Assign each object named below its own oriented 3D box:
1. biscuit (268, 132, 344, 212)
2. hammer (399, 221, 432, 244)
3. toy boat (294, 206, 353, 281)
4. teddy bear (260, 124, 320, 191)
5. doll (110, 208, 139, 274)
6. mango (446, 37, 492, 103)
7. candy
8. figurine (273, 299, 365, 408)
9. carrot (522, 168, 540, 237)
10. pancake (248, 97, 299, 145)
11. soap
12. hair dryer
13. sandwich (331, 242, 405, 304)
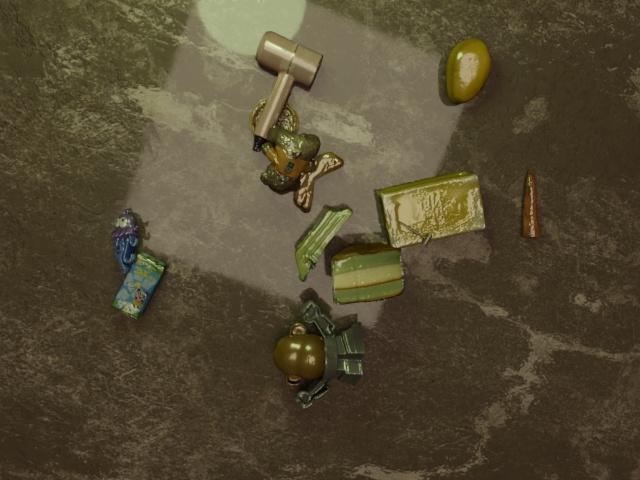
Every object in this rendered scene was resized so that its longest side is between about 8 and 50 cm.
[{"bbox_3d":[-0.048,-0.210,1.701,0.164,0.047,0.208,35,96,-8],"label":"biscuit"},{"bbox_3d":[0.292,-0.028,1.676,0.110,0.019,0.035,31,97,-2],"label":"hammer"},{"bbox_3d":[-0.006,-0.003,1.704,0.084,0.111,0.276,35,99,-2],"label":"toy boat"},{"bbox_3d":[-0.095,-0.232,1.610,0.177,0.140,0.190,14,119,-20],"label":"teddy bear"},{"bbox_3d":[-0.607,0.003,1.685,0.110,0.067,0.206,-8,81,25],"label":"doll"},{"bbox_3d":[0.445,-0.515,1.653,0.137,0.098,0.195,20,105,-8],"label":"mango"},{"bbox_3d":[-0.575,0.143,1.725,0.097,0.062,0.195,29,97,-6],"label":"candy"},{"bbox_3d":[-0.009,0.367,1.736,0.284,0.167,0.343,1,79,-11],"label":"figurine"},{"bbox_3d":[0.681,-0.118,1.750,0.057,0.057,0.224,-2,96,-2],"label":"carrot"},{"bbox_3d":[-0.145,-0.368,1.681,0.158,0.028,0.158,-1,98,-5],"label":"pancake"},{"bbox_3d":[0.352,-0.096,1.718,0.314,0.091,0.199,-11,101,0],"label":"soap"},{"bbox_3d":[-0.144,-0.433,1.622,0.189,0.107,0.344,24,94,-6],"label":"hair dryer"},{"bbox_3d":[0.116,0.098,1.680,0.227,0.198,0.155,-8,98,-15],"label":"sandwich"}]
